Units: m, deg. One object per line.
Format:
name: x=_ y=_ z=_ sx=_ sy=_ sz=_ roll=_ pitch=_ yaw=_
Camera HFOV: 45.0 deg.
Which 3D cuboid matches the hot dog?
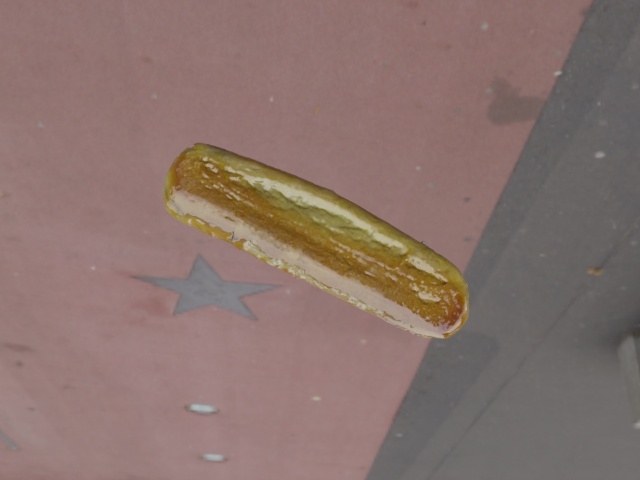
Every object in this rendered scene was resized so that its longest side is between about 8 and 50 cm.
hot dog: x=0.000 y=0.000 z=0.510 sx=0.215 sy=0.066 sz=0.047 roll=25 pitch=164 yaw=-5
